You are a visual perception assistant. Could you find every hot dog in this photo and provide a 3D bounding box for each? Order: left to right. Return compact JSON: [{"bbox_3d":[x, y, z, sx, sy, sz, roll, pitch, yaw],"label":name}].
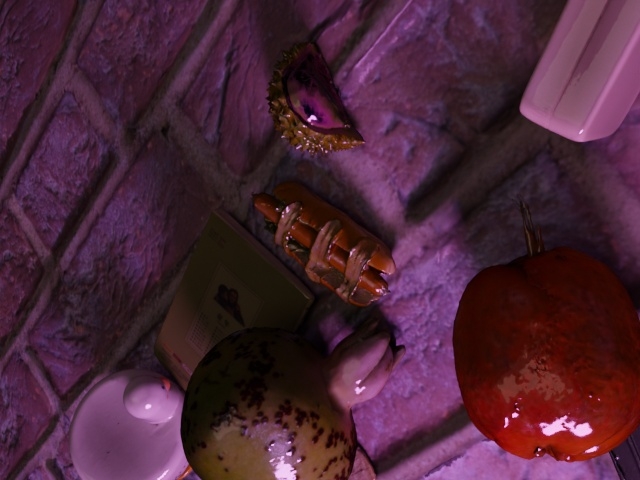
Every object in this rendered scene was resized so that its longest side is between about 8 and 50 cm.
[{"bbox_3d":[0.000,0.000,0.997,0.269,0.072,0.109,36,118,25],"label":"hot dog"}]

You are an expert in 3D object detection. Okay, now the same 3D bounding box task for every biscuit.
[{"bbox_3d":[0.040,0.370,1.083,0.120,0.015,0.120,9,105,37],"label":"biscuit"}]

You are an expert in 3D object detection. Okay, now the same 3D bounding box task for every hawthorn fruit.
[{"bbox_3d":[0.246,0.096,0.751,0.211,0.211,0.299,-9,84,39],"label":"hawthorn fruit"}]

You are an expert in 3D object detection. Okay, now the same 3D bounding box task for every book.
[{"bbox_3d":[-0.161,0.152,1.180,0.239,0.035,0.352,41,122,22],"label":"book"}]

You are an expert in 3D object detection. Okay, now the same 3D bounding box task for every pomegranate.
[{"bbox_3d":[-0.028,0.233,0.981,0.340,0.285,0.285,-33,78,7],"label":"pomegranate"}]

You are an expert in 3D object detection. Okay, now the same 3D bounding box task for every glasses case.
[{"bbox_3d":[0.312,-0.261,0.648,0.076,0.144,0.337,35,118,27],"label":"glasses case"}]

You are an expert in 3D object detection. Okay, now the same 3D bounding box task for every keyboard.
[{"bbox_3d":[0.383,0.282,0.799,0.063,0.010,0.198,-24,85,37],"label":"keyboard"}]

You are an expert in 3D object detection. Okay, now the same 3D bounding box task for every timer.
[{"bbox_3d":[-0.342,0.344,1.234,0.233,0.240,0.234,-3,69,7],"label":"timer"}]

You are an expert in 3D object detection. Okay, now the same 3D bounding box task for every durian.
[{"bbox_3d":[-0.041,-0.188,0.961,0.119,0.108,0.187,-31,81,38],"label":"durian"}]
